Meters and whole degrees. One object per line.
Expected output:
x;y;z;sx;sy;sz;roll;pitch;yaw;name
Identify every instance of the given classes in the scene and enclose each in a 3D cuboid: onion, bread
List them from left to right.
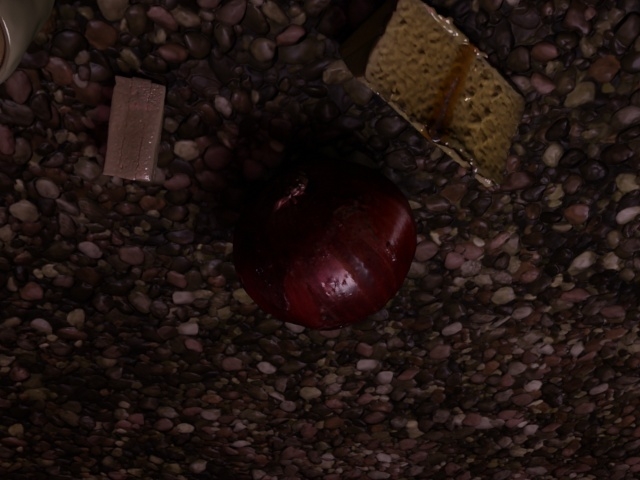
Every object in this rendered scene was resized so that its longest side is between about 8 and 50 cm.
-0.272;-0.161;1.034;0.077;0.105;0.152;11;97;-12;bread
0.000;0.000;1.028;0.276;0.276;0.276;-2;130;-2;onion
0.155;-0.206;0.961;0.266;0.142;0.178;36;80;-27;bread

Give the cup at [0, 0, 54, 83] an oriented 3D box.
-0.451;-0.276;0.807;0.255;0.202;0.173;-8;130;3;cup
